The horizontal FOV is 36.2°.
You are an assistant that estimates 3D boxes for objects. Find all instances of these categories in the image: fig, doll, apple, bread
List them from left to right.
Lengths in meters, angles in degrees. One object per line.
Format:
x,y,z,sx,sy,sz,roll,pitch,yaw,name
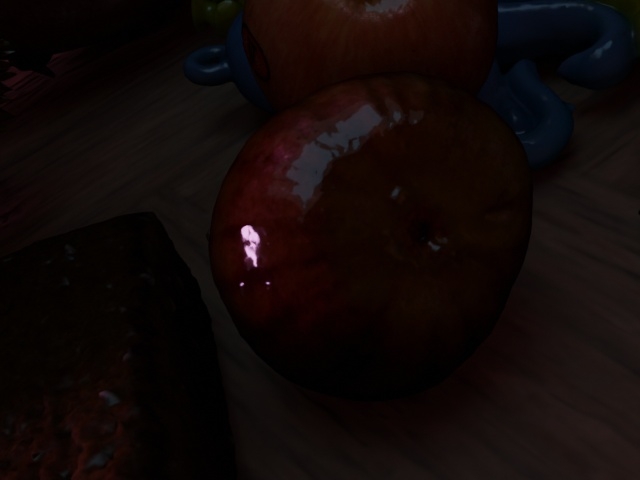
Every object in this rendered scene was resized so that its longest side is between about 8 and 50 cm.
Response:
-0.109,0.147,0.384,0.165,0.113,0.416,-19,36,0,bread
0.015,0.012,0.490,0.148,0.202,0.149,23,48,-6,fig
0.029,-0.124,0.551,0.146,0.131,0.146,-2,65,4,apple
0.061,-0.157,0.695,0.341,0.098,0.346,-16,40,9,doll

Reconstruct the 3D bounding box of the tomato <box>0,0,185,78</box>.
-0.258,-0.294,0.876,0.317,0.282,0.316,-9,27,4,tomato

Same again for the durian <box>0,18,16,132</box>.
-0.353,-0.081,0.719,0.352,0.169,0.158,-4,37,34,durian

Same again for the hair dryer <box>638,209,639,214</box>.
0.242,0.019,0.426,0.196,0.078,0.248,-26,32,-10,hair dryer
